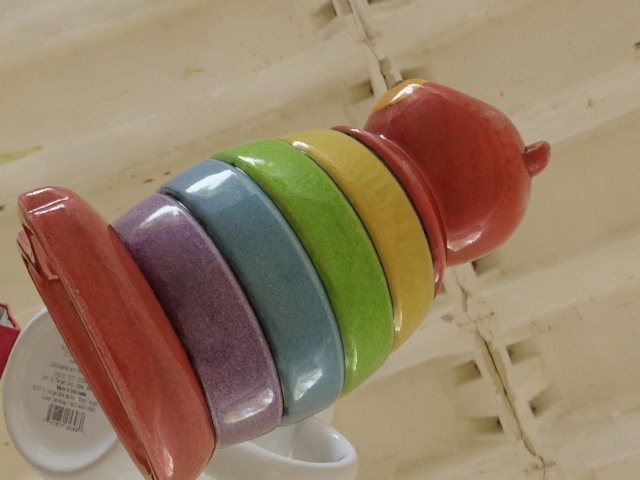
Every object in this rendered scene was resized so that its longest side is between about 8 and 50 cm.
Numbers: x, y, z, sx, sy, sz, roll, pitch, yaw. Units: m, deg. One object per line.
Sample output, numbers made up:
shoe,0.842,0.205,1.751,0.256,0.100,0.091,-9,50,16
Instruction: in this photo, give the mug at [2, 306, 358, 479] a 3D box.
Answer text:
mug,-0.131,0.181,0.850,0.374,0.328,0.276,22,-91,27

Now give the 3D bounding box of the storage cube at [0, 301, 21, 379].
storage cube,-0.500,0.151,0.939,0.214,0.183,0.193,23,-94,-27

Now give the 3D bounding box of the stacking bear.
stacking bear,0.000,0.000,0.447,0.289,0.175,0.164,-28,-88,-23
